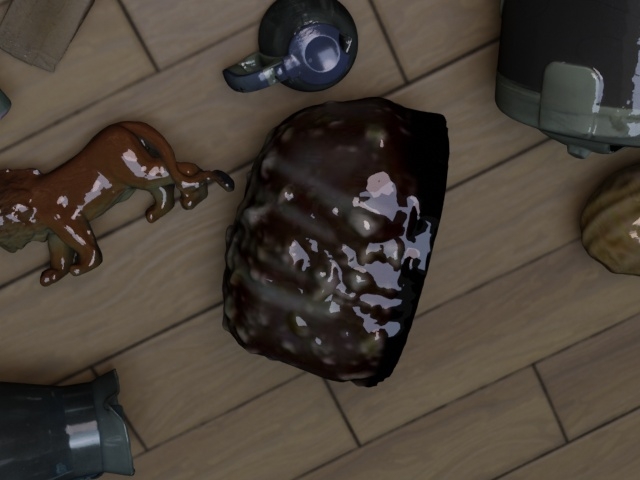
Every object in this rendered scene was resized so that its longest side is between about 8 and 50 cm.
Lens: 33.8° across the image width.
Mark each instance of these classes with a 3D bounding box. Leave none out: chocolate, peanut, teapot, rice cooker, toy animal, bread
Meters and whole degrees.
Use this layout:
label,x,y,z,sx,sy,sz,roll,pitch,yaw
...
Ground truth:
label,x,y,z,sx,sy,sz,roll,pitch,yaw
chocolate,0.000,0.000,1.178,0.210,0.225,0.340,12,109,-6
peanut,0.473,-0.051,1.281,0.325,0.140,0.153,-20,140,-7
teapot,-0.027,-0.212,1.142,0.149,0.108,0.111,3,109,-11
teapot,-0.342,0.244,1.254,0.225,0.171,0.203,-8,145,-14
rice cooker,0.327,-0.232,1.113,0.288,0.288,0.277,-2,113,-9
toy animal,-0.269,-0.052,1.176,0.312,0.097,0.157,-31,107,1
bread,-0.279,-0.269,1.123,0.077,0.105,0.152,29,136,-19

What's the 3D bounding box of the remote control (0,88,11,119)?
label,x,y,z,sx,sy,sz,roll,pitch,yaw
remote control,-0.479,-0.229,1.069,0.145,0.050,0.344,-28,115,24
